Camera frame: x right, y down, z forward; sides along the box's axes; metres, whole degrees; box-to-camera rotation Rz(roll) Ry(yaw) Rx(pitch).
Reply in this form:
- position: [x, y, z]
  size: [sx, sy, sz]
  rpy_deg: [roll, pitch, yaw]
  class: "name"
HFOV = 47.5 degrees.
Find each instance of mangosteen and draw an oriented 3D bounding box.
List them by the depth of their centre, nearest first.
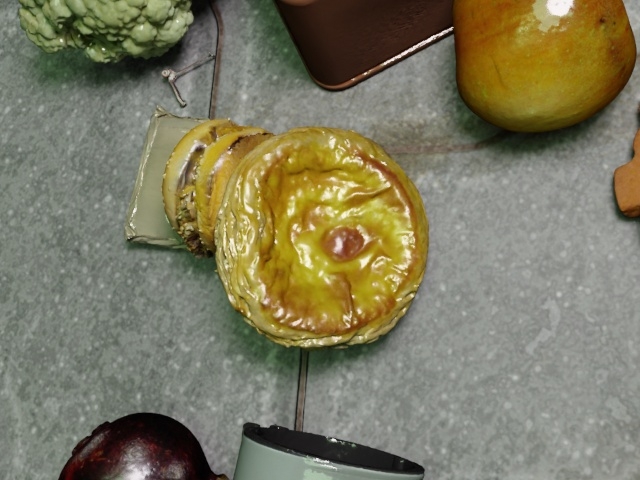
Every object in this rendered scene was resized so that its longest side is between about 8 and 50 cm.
- position: [-0.225, 0.318, 0.902]
  size: [0.209, 0.210, 0.210]
  rpy_deg: [-3, 77, 14]
  class: "mangosteen"

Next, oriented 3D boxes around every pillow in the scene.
- position: [-0.214, -0.090, 1.061]
  size: [0.119, 0.053, 0.208]
  rpy_deg: [10, 80, 12]
  class: "pillow"

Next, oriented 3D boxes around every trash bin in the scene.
- position: [-0.010, 0.365, 0.821]
  size: [0.277, 0.217, 0.263]
  rpy_deg: [3, 78, 49]
  class: "trash bin"

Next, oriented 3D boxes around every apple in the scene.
- position: [0.263, -0.248, 0.886]
  size: [0.207, 0.237, 0.237]
  rpy_deg: [-15, 74, 26]
  class: "apple"

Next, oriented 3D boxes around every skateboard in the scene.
- position: [-0.192, -0.249, 1.106]
  size: [0.083, 0.032, 0.064]
  rpy_deg: [-29, 82, 9]
  class: "skateboard"

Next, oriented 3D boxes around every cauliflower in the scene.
- position: [-0.276, -0.386, 1.047]
  size: [0.326, 0.261, 0.281]
  rpy_deg: [-16, 35, 8]
  class: "cauliflower"

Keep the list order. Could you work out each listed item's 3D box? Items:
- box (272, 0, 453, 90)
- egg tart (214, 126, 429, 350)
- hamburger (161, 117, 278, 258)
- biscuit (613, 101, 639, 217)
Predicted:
- position: [0.079, -0.405, 0.964]
  size: [0.339, 0.229, 0.240]
  rpy_deg: [-27, 71, 7]
  class: "box"
- position: [0.000, 0.000, 0.926]
  size: [0.294, 0.116, 0.295]
  rpy_deg: [3, 77, -15]
  class: "egg tart"
- position: [-0.130, -0.065, 0.974]
  size: [0.117, 0.181, 0.191]
  rpy_deg: [17, 90, 33]
  class: "hamburger"
- position: [0.488, -0.098, 0.820]
  size: [0.306, 0.043, 0.284]
  rpy_deg: [-18, 58, 36]
  class: "biscuit"
